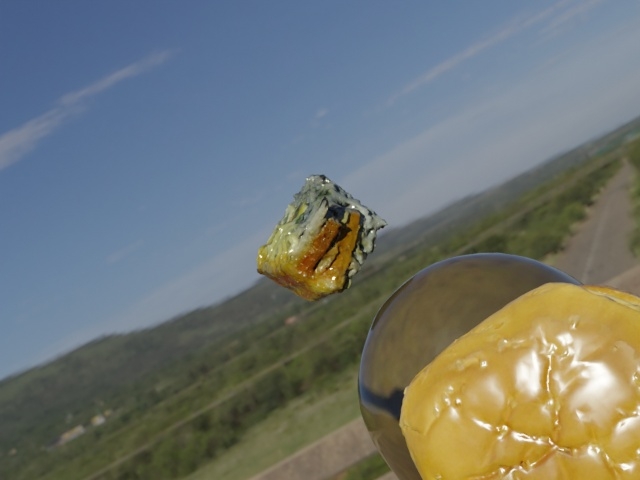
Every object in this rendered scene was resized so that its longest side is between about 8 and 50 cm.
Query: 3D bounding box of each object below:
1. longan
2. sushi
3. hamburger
[{"bbox_3d":[0.214,0.188,1.408,0.361,0.361,0.361,-29,-4,-2],"label":"longan"},{"bbox_3d":[0.000,0.000,1.856,0.184,0.139,0.274,-60,16,-8],"label":"sushi"},{"bbox_3d":[0.240,0.191,1.111,0.318,0.319,0.158,-30,-9,23],"label":"hamburger"}]
